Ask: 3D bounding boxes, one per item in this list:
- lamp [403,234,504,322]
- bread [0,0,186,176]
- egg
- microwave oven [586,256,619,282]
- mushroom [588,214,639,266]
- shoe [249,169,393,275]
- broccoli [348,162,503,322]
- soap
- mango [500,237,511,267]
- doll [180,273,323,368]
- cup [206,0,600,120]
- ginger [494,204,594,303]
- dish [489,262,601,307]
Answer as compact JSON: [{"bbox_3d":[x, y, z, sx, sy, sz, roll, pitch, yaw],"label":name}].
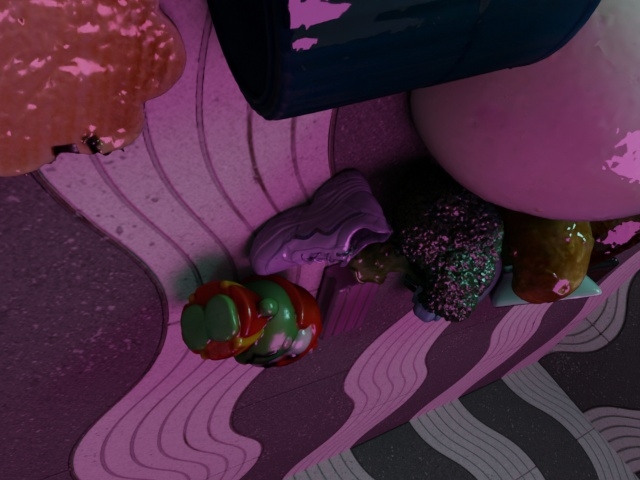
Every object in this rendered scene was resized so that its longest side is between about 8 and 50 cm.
[{"bbox_3d":[0.349,0.101,1.157,0.284,0.147,0.209,-24,150,-12],"label":"lamp"},{"bbox_3d":[-0.272,-0.180,0.379,0.316,0.054,0.316,-22,146,-16],"label":"bread"},{"bbox_3d":[0.357,-0.181,0.644,0.355,0.339,0.354,-23,144,-18],"label":"egg"},{"bbox_3d":[0.769,0.063,1.427,0.248,0.178,0.188,-4,136,-37],"label":"microwave oven"},{"bbox_3d":[0.610,-0.042,1.044,0.331,0.334,0.356,-23,116,16],"label":"mushroom"},{"bbox_3d":[0.000,0.000,0.754,0.245,0.137,0.095,-36,142,3],"label":"shoe"},{"bbox_3d":[0.187,0.016,0.840,0.297,0.297,0.298,-25,152,26],"label":"broccoli"},{"bbox_3d":[0.055,0.132,1.027,0.122,0.065,0.203,-14,142,-27],"label":"soap"},{"bbox_3d":[0.583,0.070,1.286,0.251,0.114,0.156,24,155,-18],"label":"mango"},{"bbox_3d":[-0.095,0.149,0.841,0.183,0.160,0.363,-29,151,19],"label":"doll"},{"bbox_3d":[0.056,-0.267,0.376,0.292,0.242,0.307,-20,147,-15],"label":"cup"},{"bbox_3d":[0.403,-0.042,0.852,0.165,0.321,0.172,23,137,-37],"label":"ginger"},{"bbox_3d":[0.549,0.096,1.154,0.243,0.080,0.182,-11,-173,17],"label":"dish"}]
